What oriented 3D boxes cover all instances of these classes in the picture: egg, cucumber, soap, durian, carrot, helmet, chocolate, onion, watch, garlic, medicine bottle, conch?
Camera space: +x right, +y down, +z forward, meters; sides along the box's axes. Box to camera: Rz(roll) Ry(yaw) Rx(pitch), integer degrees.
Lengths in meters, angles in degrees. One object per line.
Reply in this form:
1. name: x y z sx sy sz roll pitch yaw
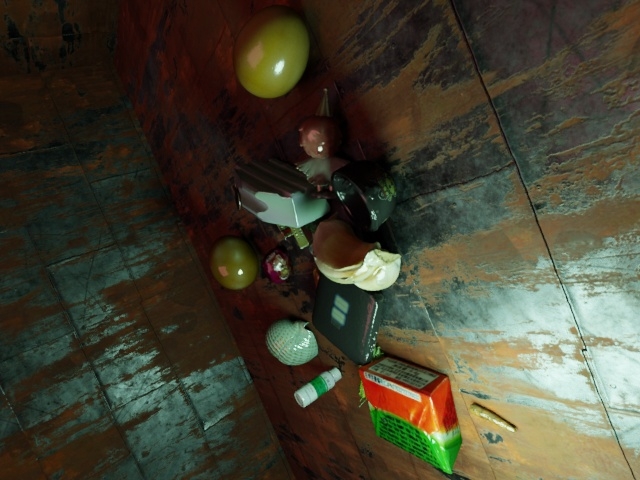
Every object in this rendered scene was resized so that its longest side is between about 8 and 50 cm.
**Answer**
1. egg: -0.517 0.127 2.424 0.351 0.282 0.283 53 147 22
2. cucumber: -0.007 -0.065 1.701 0.359 0.096 0.096 30 134 43
3. soap: -0.194 -0.211 1.727 0.446 0.261 0.156 31 138 42
4. durian: 0.212 0.531 1.756 0.132 0.106 0.376 3 91 45
5. carrot: 0.567 0.585 1.350 0.165 0.035 0.036 13 121 50
6. helmet: 0.153 -0.159 1.335 0.231 0.160 0.279 55 173 -5
7. chocolate: 0.352 0.646 1.572 0.360 0.161 0.342 3 114 50
8. egg: -0.165 -0.641 1.399 0.250 0.250 0.322 59 138 11
9. onion: -0.247 0.121 2.172 0.218 0.139 0.195 32 143 47
10. watch: -0.154 -0.075 1.912 0.269 0.102 0.165 63 159 1
11. garlic: 0.123 0.050 1.430 0.313 0.286 0.250 26 120 51
12. medicine bottle: -0.009 0.750 2.112 0.095 0.260 0.095 32 135 39
13. conch: -0.171 0.578 2.297 0.303 0.215 0.319 52 149 2

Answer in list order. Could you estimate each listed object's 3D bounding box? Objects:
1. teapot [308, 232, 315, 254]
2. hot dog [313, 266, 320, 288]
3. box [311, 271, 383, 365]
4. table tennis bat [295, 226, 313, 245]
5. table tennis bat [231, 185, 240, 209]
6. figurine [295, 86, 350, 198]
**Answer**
1. teapot: -0.005 0.003 1.759 0.124 0.092 0.091 48 129 16
2. hot dog: 0.012 0.215 1.894 0.092 0.062 0.236 -119 16 -58
3. box: 0.107 0.303 1.726 0.359 0.090 0.351 31 121 45
4. table tennis bat: -0.077 -0.045 1.898 0.130 0.019 0.220 55 146 19
5. table tennis bat: -0.374 -0.198 1.809 0.156 0.013 0.087 -121 26 -46
6. figurine: 0.006 -0.338 1.456 0.206 0.166 0.387 2 115 19
